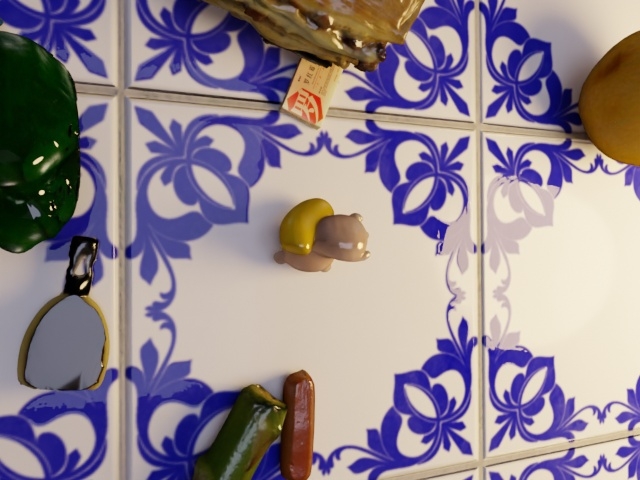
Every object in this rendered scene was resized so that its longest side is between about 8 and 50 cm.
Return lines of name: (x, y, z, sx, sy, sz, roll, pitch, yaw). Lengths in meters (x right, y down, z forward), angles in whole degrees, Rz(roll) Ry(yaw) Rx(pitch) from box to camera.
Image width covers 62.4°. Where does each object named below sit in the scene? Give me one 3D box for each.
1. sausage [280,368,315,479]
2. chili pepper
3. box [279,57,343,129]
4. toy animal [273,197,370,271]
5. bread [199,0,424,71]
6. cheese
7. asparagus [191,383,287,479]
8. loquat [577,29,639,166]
sausage: (-0.028, 0.227, 0.656, 0.041, 0.039, 0.131, 3, 87, -15)
chili pepper: (-0.305, -0.111, 0.486, 0.173, 0.261, 0.165, -23, 139, -6)
box: (-0.010, -0.197, 0.681, 0.058, 0.015, 0.093, 25, 80, -22)
toy animal: (0.000, 0.000, 0.657, 0.114, 0.082, 0.091, 3, 45, -7)
bread: (0.004, -0.380, 0.608, 0.277, 0.167, 0.325, 19, 91, -22)
cheese: (-0.264, 0.076, 0.562, 0.086, 0.036, 0.163, 9, 86, -19)
asparagus: (-0.125, 0.300, 0.604, 0.067, 0.060, 0.278, 32, 78, -29)
loquat: (0.500, -0.211, 0.793, 0.207, 0.208, 0.208, 0, 89, -22)
